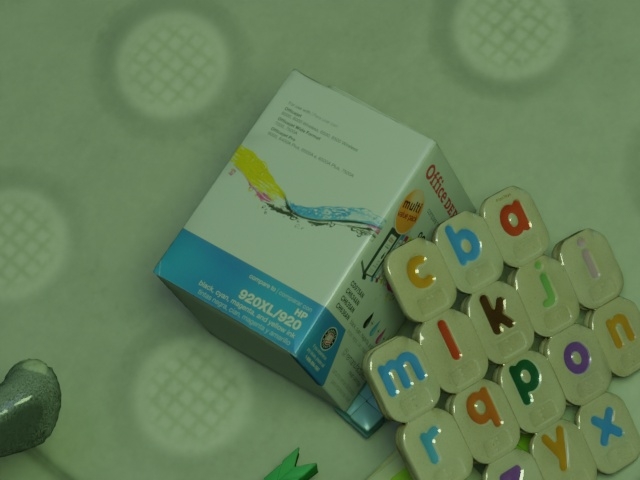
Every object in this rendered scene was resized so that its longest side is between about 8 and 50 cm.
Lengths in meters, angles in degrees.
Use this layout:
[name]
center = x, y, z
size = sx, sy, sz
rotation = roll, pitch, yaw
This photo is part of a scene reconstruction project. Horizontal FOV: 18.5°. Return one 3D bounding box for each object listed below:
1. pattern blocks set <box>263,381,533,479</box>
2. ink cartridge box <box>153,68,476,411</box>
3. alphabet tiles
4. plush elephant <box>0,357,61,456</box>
[pattern blocks set]
center = 0.103, 0.270, 1.754
size = 0.325, 0.026, 0.285
rotation = 30, 64, 18
[ink cartridge box]
center = 0.000, 0.000, 1.794
size = 0.168, 0.171, 0.232
rotation = 28, 79, 26
[alphabet tiles]
center = 0.173, 0.106, 1.761
size = 0.284, 0.021, 0.278
rotation = -28, 96, -27
[plush elephant]
center = -0.432, 0.202, 1.770
size = 0.330, 0.271, 0.255
rotation = -7, 28, -29
